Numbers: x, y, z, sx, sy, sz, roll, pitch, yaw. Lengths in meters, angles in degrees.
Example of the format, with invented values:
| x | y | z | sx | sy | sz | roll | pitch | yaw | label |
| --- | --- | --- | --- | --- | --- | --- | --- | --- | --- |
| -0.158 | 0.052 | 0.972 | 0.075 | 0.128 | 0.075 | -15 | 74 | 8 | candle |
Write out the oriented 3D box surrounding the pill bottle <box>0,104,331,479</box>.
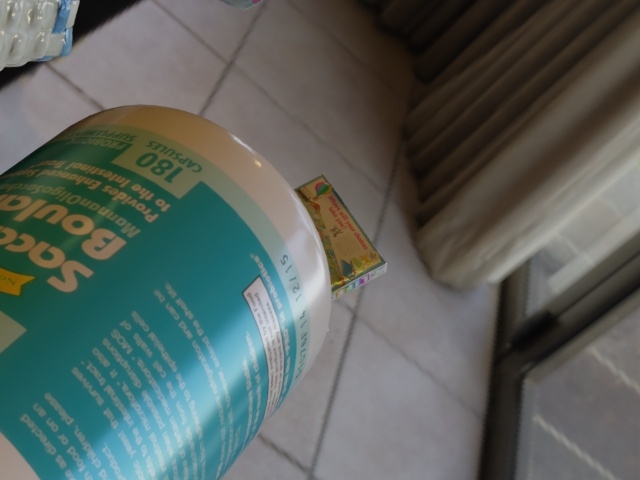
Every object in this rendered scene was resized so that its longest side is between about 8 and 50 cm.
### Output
| x | y | z | sx | sy | sz | roll | pitch | yaw | label |
| --- | --- | --- | --- | --- | --- | --- | --- | --- | --- |
| -0.112 | 0.066 | 0.451 | 0.146 | 0.146 | 0.264 | 45 | 40 | -3 | pill bottle |

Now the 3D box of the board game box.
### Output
| x | y | z | sx | sy | sz | roll | pitch | yaw | label |
| --- | --- | --- | --- | --- | --- | --- | --- | --- | --- |
| 0.000 | 0.000 | 1.617 | 0.103 | 0.026 | 0.154 | -28 | 64 | -13 | board game box |

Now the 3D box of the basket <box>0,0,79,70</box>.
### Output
| x | y | z | sx | sy | sz | roll | pitch | yaw | label |
| --- | --- | --- | --- | --- | --- | --- | --- | --- | --- |
| -0.362 | -0.243 | 1.066 | 0.289 | 0.201 | 0.254 | -15 | 38 | -44 | basket |

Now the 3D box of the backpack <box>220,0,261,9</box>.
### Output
| x | y | z | sx | sy | sz | roll | pitch | yaw | label |
| --- | --- | --- | --- | --- | --- | --- | --- | --- | --- |
| -0.041 | -0.262 | 0.679 | 0.191 | 0.225 | 0.254 | 17 | 74 | -21 | backpack |
